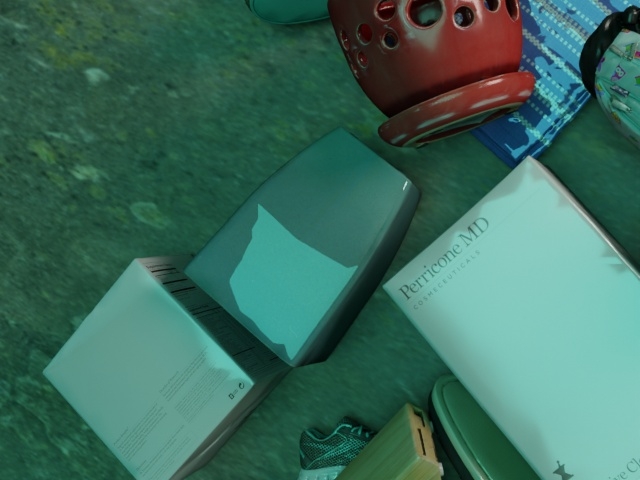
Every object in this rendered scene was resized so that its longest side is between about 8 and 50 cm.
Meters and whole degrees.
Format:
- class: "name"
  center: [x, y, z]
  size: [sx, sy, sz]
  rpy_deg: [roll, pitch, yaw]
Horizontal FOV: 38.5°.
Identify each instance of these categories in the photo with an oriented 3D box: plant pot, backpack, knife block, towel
- class: "plant pot"
  center: [0.000, 0.000, 1.048]
  size: [0.165, 0.165, 0.234]
  rpy_deg: [40, 95, 13]
- class: "plant pot"
  center: [0.122, -0.199, 0.947]
  size: [0.191, 0.191, 0.174]
  rpy_deg: [-20, 86, 18]
- class: "backpack"
  center: [0.354, -0.136, 0.910]
  size: [0.182, 0.152, 0.115]
  rpy_deg: [49, 116, 36]
- class: "knife block"
  center: [0.024, 0.329, 1.028]
  size: [0.242, 0.088, 0.276]
  rpy_deg: [-11, 121, 2]
- class: "towel"
  center: [0.250, -0.275, 1.024]
  size: [0.243, 0.040, 0.336]
  rpy_deg: [44, 102, 14]

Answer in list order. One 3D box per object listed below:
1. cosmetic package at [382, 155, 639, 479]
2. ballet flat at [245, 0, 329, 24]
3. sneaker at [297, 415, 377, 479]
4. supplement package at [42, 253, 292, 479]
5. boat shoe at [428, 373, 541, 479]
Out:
- class: "cosmetic package"
  center: [0.275, 0.121, 0.958]
  size: [0.217, 0.156, 0.385]
  rpy_deg: [-45, 78, 15]
- class: "ballet flat"
  center: [0.068, -0.353, 1.036]
  size: [0.342, 0.116, 0.124]
  rpy_deg: [-17, 58, 25]
- class: "sneaker"
  center: [0.046, 0.246, 1.091]
  size: [0.166, 0.065, 0.076]
  rpy_deg: [-12, 80, 14]
- class: "supplement package"
  center: [-0.179, 0.155, 1.113]
  size: [0.203, 0.149, 0.194]
  rpy_deg: [45, 104, 12]
- class: "boat shoe"
  center: [0.220, 0.305, 1.008]
  size: [0.340, 0.127, 0.113]
  rpy_deg: [47, 130, 11]
